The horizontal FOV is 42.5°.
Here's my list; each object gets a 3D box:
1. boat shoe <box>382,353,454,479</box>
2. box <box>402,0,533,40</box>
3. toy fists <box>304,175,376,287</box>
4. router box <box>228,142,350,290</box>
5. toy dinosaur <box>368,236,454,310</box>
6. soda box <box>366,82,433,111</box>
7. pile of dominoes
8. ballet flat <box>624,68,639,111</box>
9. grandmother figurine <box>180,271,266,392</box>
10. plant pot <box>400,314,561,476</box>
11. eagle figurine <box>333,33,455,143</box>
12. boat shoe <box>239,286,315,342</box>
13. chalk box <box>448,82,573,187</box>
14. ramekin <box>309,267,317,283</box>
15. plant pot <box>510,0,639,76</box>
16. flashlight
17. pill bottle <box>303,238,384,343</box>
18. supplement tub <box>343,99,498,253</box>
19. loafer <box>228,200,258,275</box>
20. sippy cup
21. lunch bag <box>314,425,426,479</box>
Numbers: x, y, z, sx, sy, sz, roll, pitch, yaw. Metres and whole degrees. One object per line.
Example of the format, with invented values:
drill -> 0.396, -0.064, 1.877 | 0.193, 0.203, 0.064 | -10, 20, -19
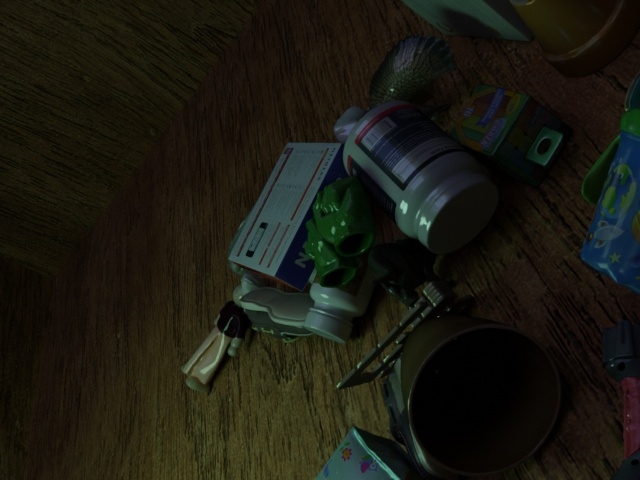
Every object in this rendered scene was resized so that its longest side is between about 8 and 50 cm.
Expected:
boat shoe -> 0.168, 0.319, 1.440 | 0.092, 0.103, 0.285 | -54, 25, 23
box -> 0.339, -0.580, 1.843 | 0.168, 0.215, 0.345 | -60, 29, 1
toy fists -> 0.031, -0.020, 1.626 | 0.279, 0.096, 0.142 | 111, 153, -60
router box -> -0.061, -0.066, 1.930 | 0.335, 0.082, 0.301 | -63, 26, -6
toy dinosaur -> 0.152, 0.058, 1.582 | 0.160, 0.313, 0.121 | 51, 127, 20
soda box -> 0.193, -0.340, 2.027 | 0.181, 0.058, 0.061 | -34, 38, 39
pile of dominoes -> 0.150, 0.171, 1.507 | 0.251, 0.196, 0.040 | -48, 64, 23
ballet flat -> 0.585, -0.298, 1.361 | 0.232, 0.080, 0.073 | -53, 1, 10
grandmother figurine -> -0.250, 0.238, 2.188 | 0.342, 0.104, 0.208 | -59, 37, 9
plant pot -> 0.227, 0.218, 1.337 | 0.237, 0.237, 0.254 | -59, 12, 4
eagle figurine -> 0.181, -0.292, 1.838 | 0.225, 0.226, 0.298 | -34, -18, -23
boat shoe -> -0.085, 0.186, 1.966 | 0.116, 0.097, 0.324 | -28, 19, -28
chalk box -> 0.364, -0.195, 1.540 | 0.132, 0.132, 0.213 | -59, 28, 3
ramekin -> 0.000, 0.000, 1.981 | 0.207, 0.109, 0.207 | -40, 35, 35
plant pot -> 0.463, -0.444, 1.544 | 0.205, 0.188, 0.205 | -39, 36, 35
flashlight -> 0.414, 0.256, 1.091 | 0.103, 0.103, 0.304 | -31, 42, 47
pill bottle -> 0.050, 0.099, 1.787 | 0.131, 0.131, 0.229 | 2, 67, 59
supplement tub -> 0.187, -0.123, 1.566 | 0.191, 0.191, 0.272 | -52, 54, 17
loafer -> -0.167, -0.053, 2.297 | 0.319, 0.112, 0.111 | -56, 37, 10
sippy cup -> 0.483, -0.035, 1.135 | 0.224, 0.240, 0.305 | -66, -12, 13
lunch bag -> 0.096, 0.476, 1.354 | 0.223, 0.160, 0.262 | -54, 40, 6
